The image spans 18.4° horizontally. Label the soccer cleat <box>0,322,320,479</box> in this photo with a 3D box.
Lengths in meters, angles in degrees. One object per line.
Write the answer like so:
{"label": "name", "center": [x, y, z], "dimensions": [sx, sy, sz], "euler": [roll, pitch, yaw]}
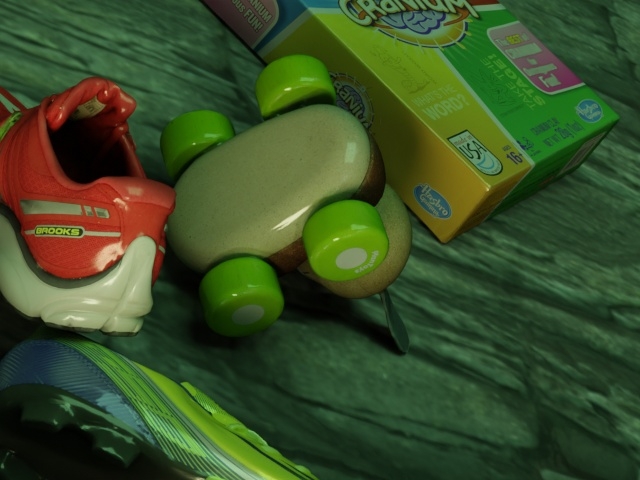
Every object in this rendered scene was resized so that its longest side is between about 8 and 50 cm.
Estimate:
{"label": "soccer cleat", "center": [-0.050, 0.132, 1.097], "dimensions": [0.289, 0.093, 0.121], "euler": [29, 32, -12]}

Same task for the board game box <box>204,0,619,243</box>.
{"label": "board game box", "center": [0.062, -0.158, 1.575], "dimensions": [0.316, 0.064, 0.242], "euler": [45, 34, 12]}

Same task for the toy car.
{"label": "toy car", "center": [0.000, 0.000, 1.309], "dimensions": [0.188, 0.149, 0.155], "euler": [43, 23, -50]}

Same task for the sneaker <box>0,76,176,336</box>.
{"label": "sneaker", "center": [-0.151, -0.046, 1.158], "dimensions": [0.107, 0.118, 0.279], "euler": [13, 19, -35]}
